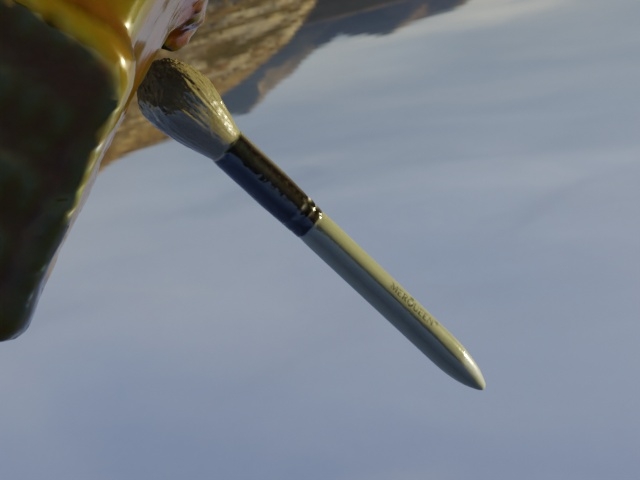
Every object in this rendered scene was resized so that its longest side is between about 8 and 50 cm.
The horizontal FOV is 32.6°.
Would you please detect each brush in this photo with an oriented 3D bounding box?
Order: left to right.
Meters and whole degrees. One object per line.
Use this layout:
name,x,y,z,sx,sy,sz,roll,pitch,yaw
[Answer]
brush,0.000,0.000,0.676,0.042,0.299,0.039,-48,-163,-10

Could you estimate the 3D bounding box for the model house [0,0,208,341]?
model house,-0.167,-0.099,0.446,0.173,0.268,0.239,-12,-129,57
